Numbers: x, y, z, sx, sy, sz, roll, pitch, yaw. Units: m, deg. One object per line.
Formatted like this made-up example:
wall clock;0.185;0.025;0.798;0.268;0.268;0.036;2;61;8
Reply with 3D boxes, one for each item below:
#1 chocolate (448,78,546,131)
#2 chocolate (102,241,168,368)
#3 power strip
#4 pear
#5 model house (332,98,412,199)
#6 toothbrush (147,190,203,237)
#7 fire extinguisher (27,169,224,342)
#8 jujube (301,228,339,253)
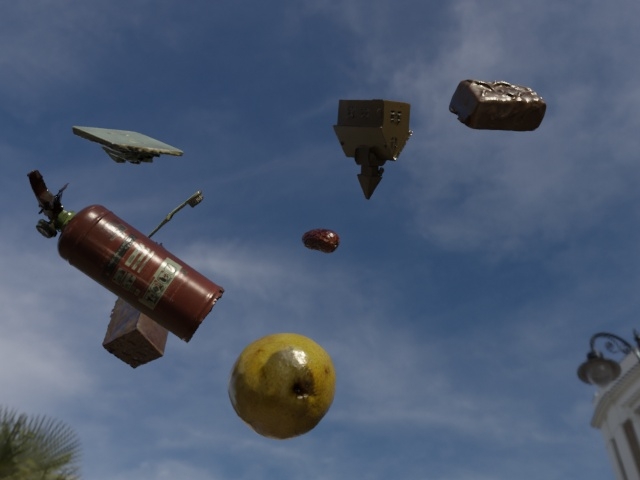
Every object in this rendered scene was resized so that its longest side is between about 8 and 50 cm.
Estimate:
chocolate;0.441;-0.344;1.520;0.214;0.148;0.093;1;-56;-18
chocolate;-0.402;0.145;1.413;0.112;0.321;0.112;-27;-57;14
power strip;-0.462;-0.216;1.450;0.213;0.198;0.064;25;-74;36
pear;-0.070;0.272;1.152;0.209;0.209;0.209;3;-49;3
model house;0.143;-0.227;1.542;0.176;0.181;0.248;-4;-77;-40
toothbrush;-0.433;-0.039;1.646;0.294;0.026;0.028;-37;-86;7
fire extinguisher;-0.308;0.017;0.935;0.337;0.106;0.147;35;-40;-6
jujube;0.000;0.000;1.880;0.129;0.077;0.077;6;-42;39
